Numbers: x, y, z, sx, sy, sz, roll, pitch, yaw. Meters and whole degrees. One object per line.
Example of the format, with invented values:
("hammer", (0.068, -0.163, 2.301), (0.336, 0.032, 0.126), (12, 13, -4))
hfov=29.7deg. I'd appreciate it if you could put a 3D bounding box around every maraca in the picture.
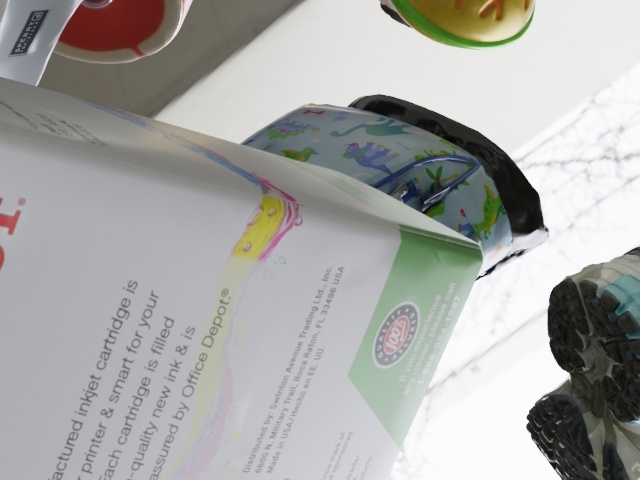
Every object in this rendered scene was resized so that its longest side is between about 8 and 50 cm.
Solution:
("maraca", (0.096, -0.222, 0.987), (0.099, 0.185, 0.127), (138, -36, -58))

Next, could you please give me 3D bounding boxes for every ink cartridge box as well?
("ink cartridge box", (-0.089, 0.053, 0.501), (0.117, 0.278, 0.201), (32, -76, 43))

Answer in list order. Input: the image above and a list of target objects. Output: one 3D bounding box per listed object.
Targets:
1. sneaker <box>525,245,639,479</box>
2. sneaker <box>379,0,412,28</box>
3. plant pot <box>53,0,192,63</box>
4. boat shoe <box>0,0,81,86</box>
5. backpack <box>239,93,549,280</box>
("sneaker", (0.222, 0.100, 0.803), (0.122, 0.283, 0.110), (-28, -122, -17))
("sneaker", (0.178, -0.468, 1.467), (0.182, 0.158, 0.410), (-10, -106, 55))
("plant pot", (-0.228, -0.342, 1.288), (0.275, 0.275, 0.243), (-19, -130, 30))
("boat shoe", (-0.256, -0.235, 1.028), (0.102, 0.108, 0.301), (52, -52, 18))
("backpack", (0.000, 0.000, 1.188), (0.355, 0.273, 0.290), (-45, -136, -18))
